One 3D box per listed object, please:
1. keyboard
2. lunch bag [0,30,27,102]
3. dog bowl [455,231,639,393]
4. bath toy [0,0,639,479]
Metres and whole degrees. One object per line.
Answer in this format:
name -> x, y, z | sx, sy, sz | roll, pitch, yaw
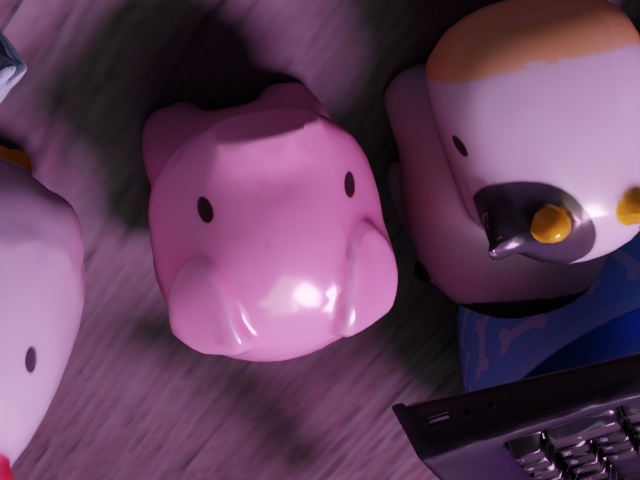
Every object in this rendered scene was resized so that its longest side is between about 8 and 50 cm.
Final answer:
keyboard -> 0.090, 0.112, 0.747 | 0.201, 0.033, 0.317 | -14, 156, 13
lunch bag -> -0.235, -0.009, 0.496 | 0.262, 0.160, 0.223 | 14, 131, -47
dog bowl -> 0.190, 0.049, 0.825 | 0.297, 0.074, 0.166 | 5, 137, -28
bath toy -> 0.000, 0.000, 0.634 | 0.348, 0.129, 0.151 | -13, 143, -7
